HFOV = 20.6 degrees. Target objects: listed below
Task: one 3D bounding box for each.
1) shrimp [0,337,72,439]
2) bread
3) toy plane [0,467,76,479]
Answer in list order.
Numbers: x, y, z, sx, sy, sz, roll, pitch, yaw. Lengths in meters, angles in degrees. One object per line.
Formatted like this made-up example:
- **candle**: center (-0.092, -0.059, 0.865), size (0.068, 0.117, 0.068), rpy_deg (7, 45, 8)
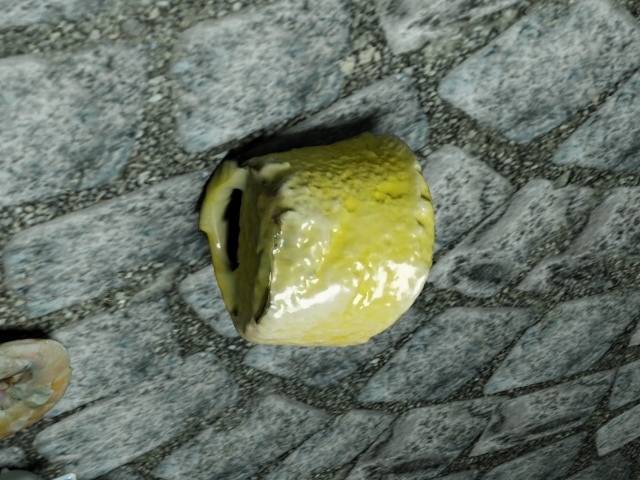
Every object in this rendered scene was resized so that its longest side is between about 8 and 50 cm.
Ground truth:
- **shrimp**: center (-0.321, 0.124, 1.609), size (0.164, 0.062, 0.317), rpy_deg (-32, 157, -1)
- **bread**: center (0.000, 0.000, 1.552), size (0.170, 0.197, 0.197), rpy_deg (-2, 144, -29)
- **toy plane**: center (-0.316, 0.327, 1.899), size (0.267, 0.122, 0.267), rpy_deg (-21, 155, -10)
